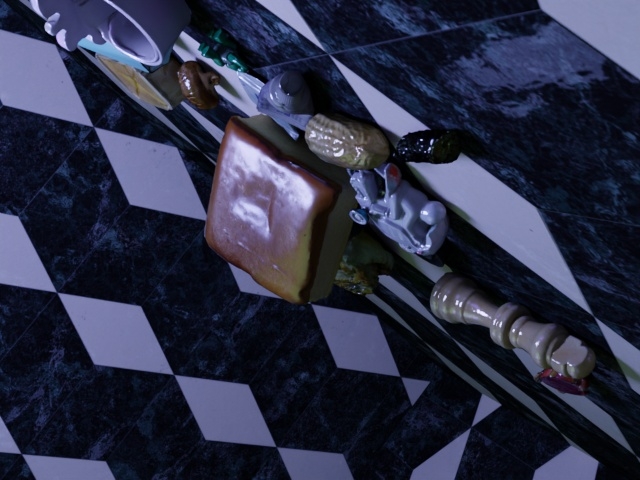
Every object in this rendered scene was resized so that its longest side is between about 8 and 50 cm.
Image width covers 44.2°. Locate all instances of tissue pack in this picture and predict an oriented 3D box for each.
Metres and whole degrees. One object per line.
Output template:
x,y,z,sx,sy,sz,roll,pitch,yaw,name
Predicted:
-0.103,-0.277,1.582,0.122,0.026,0.193,37,173,16,tissue pack

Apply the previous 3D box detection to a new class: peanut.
0.044,-0.163,1.329,0.194,0.083,0.093,30,170,48,peanut

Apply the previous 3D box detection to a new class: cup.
-0.444,-0.456,1.719,0.236,0.148,0.134,30,174,23,cup

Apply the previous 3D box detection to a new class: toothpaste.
-0.061,-0.245,1.400,0.099,0.068,0.282,52,172,0,toothpaste

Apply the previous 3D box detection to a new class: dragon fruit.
0.578,0.316,1.848,0.112,0.068,0.126,28,162,-7,dragon fruit

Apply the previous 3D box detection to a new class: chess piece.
0.407,0.185,1.671,0.397,0.117,0.117,28,168,49,chess piece

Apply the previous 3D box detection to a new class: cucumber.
0.150,-0.135,1.132,0.053,0.053,0.181,40,175,-16,cucumber

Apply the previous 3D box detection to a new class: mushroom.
-0.271,-0.344,1.756,0.109,0.085,0.126,33,166,42,mushroom

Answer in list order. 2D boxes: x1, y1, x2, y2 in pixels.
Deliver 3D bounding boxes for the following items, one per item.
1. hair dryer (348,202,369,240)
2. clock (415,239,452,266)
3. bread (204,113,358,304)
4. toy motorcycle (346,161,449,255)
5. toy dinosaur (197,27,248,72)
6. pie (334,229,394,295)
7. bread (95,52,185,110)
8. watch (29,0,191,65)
-0.031,-0.130,1.946,0.189,0.107,0.352,45,176,-31,hair dryer
0.201,-0.014,1.693,0.184,0.040,0.184,38,174,5,clock
-0.088,-0.068,1.725,0.324,0.333,0.143,32,-146,27,bread
0.157,-0.057,1.434,0.171,0.110,0.260,7,145,45,toy motorcycle
-0.165,-0.335,1.437,0.096,0.059,0.132,33,-174,-34,toy dinosaur
-0.003,-0.003,2.130,0.395,0.180,0.418,30,178,37,pie
-0.427,-0.424,1.948,0.192,0.109,0.210,24,166,40,bread
-0.374,-0.419,1.416,0.231,0.196,0.244,28,166,23,watch
